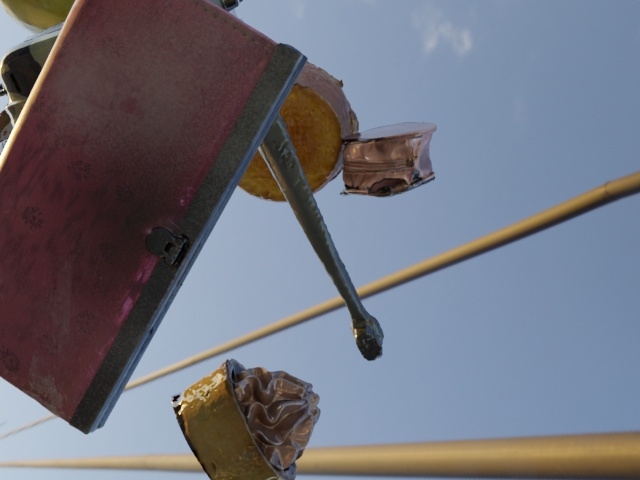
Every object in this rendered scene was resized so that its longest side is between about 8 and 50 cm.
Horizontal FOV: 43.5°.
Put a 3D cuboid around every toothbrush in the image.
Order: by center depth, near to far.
[{"bbox_3d":[0.000,0.000,0.699,0.030,0.031,0.297,-19,-55,10],"label":"toothbrush"}]

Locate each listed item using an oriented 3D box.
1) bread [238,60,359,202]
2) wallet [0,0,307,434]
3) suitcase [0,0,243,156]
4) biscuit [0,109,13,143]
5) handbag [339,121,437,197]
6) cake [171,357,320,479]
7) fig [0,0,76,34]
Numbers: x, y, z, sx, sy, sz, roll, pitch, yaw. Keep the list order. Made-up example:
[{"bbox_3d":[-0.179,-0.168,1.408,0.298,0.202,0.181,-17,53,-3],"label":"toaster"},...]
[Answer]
[{"bbox_3d":[-0.079,-0.217,1.649,0.311,0.172,0.312,2,-63,4],"label":"bread"},{"bbox_3d":[-0.114,-0.023,0.419,0.119,0.025,0.232,32,-77,8],"label":"wallet"},{"bbox_3d":[-0.237,-0.182,0.972,0.339,0.351,0.194,-18,-72,1],"label":"suitcase"},{"bbox_3d":[-0.491,-0.132,1.566,0.064,0.283,0.432,47,-8,32],"label":"biscuit"},{"bbox_3d":[0.129,-0.154,1.533,0.205,0.179,0.117,8,-68,55],"label":"handbag"},{"bbox_3d":[-0.090,0.248,1.138,0.185,0.178,0.208,57,-5,-38],"label":"cake"},{"bbox_3d":[-0.474,-0.498,1.580,0.326,0.258,0.258,29,-55,-2],"label":"fig"}]
